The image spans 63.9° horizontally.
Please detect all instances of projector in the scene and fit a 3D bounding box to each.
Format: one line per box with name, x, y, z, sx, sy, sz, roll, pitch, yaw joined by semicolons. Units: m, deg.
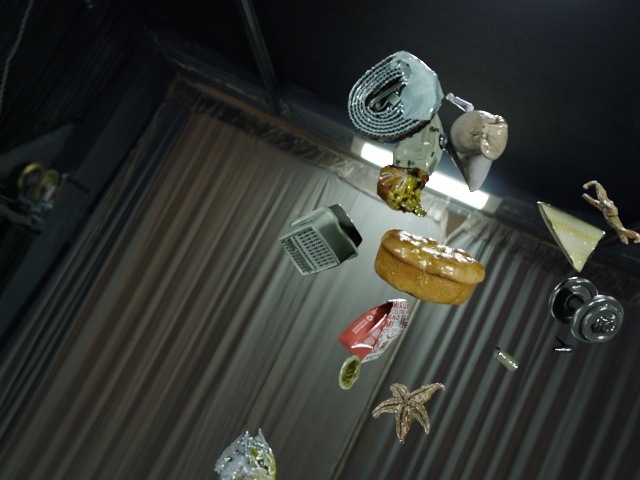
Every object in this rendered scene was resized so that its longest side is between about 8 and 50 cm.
projector;0.379;-0.374;1.957;0.194;0.269;0.088;2;-21;24

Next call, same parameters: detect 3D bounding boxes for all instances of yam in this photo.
yam;0.614;0.395;1.709;0.094;0.043;0.043;37;-12;-11

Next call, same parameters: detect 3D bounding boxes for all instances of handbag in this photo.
handbag;0.234;0.350;2.073;0.151;0.298;0.171;50;24;26

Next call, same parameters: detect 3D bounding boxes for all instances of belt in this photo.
belt;0.208;-0.383;1.415;0.207;0.258;0.150;61;14;6

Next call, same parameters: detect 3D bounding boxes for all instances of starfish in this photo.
starfish;0.756;-0.068;1.323;0.150;0.053;0.209;39;22;-34
starfish;0.263;0.489;1.514;0.043;0.241;0.227;48;17;-28

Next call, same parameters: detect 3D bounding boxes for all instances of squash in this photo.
squash;0.835;-0.019;1.816;0.252;0.169;0.093;26;13;3

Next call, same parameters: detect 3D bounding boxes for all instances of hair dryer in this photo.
hair dryer;0.824;0.358;1.773;0.079;0.031;0.083;4;23;-12

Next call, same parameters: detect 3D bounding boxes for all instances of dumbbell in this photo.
dumbbell;0.943;0.250;1.834;0.192;0.192;0.290;30;15;-19

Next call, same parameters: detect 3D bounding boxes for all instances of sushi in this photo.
sushi;-0.242;0.742;1.692;0.184;0.139;0.274;50;0;-1
sushi;0.292;-0.176;1.768;0.179;0.166;0.296;15;3;23

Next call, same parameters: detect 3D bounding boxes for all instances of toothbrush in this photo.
toothbrush;0.428;-0.427;1.592;0.030;0.025;0.342;42;18;-10

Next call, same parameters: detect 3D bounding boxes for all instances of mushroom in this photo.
mushroom;0.421;-0.261;1.389;0.126;0.177;0.397;-21;-11;8

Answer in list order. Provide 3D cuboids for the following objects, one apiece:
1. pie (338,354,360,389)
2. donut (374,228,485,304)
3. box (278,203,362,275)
pie;0.068;0.310;1.203;0.017;0.085;0.085;16;-14;40
donut;0.320;0.076;1.531;0.317;0.150;0.299;21;16;5
box;0.000;0.000;1.875;0.220;0.166;0.291;56;-34;-9
